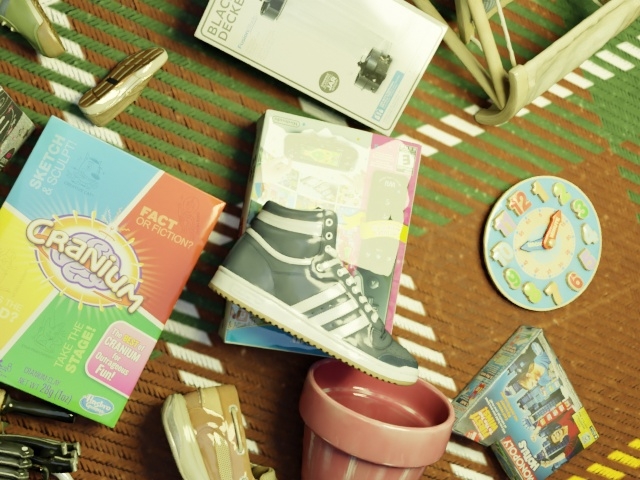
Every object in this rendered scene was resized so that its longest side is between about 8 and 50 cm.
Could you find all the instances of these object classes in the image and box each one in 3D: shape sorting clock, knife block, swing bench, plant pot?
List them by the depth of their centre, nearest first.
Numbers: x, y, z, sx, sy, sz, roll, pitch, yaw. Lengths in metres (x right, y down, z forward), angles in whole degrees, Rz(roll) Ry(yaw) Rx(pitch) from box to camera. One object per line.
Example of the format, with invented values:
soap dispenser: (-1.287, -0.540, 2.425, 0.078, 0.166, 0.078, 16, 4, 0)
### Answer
knife block: (-0.435, 0.223, 0.835, 0.276, 0.242, 0.088, 24, 104, 30)
plant pot: (0.056, 0.275, 0.916, 0.201, 0.201, 0.180, 12, 102, -14)
swing bench: (0.298, -0.334, 0.971, 0.253, 0.165, 0.254, -38, 107, -11)
shape sorting clock: (0.341, 0.005, 1.060, 0.206, 0.040, 0.206, 0, 89, -14)

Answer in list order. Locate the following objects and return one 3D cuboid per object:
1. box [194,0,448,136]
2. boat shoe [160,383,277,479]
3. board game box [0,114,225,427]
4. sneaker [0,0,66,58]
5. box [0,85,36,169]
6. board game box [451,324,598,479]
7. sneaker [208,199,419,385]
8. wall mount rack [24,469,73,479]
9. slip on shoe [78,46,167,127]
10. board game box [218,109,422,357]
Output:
box: (-0.002, -0.278, 0.925, 0.290, 0.087, 0.169, 26, 104, -13)
boat shoe: (-0.105, 0.340, 0.902, 0.116, 0.123, 0.324, -20, 96, -16)
board game box: (-0.299, 0.039, 0.881, 0.242, 0.064, 0.316, 27, 83, -13)
sneaker: (-0.403, -0.299, 0.864, 0.086, 0.064, 0.192, -31, 97, -5)
box: (-0.428, -0.139, 0.755, 0.163, 0.247, 0.142, 38, 82, -12)
board game box: (0.282, 0.259, 1.032, 0.194, 0.060, 0.194, -30, 97, -12)
sneaker: (0.023, 0.058, 0.849, 0.282, 0.099, 0.153, 29, 85, -9)
wall mount rack: (-0.391, 0.454, 0.819, 0.304, 0.130, 0.350, -5, 90, -14)
slip on shoe: (-0.252, -0.200, 0.911, 0.135, 0.051, 0.041, -47, 140, -18)
board game box: (0.000, 0.000, 0.944, 0.224, 0.097, 0.303, 10, 88, -14)
